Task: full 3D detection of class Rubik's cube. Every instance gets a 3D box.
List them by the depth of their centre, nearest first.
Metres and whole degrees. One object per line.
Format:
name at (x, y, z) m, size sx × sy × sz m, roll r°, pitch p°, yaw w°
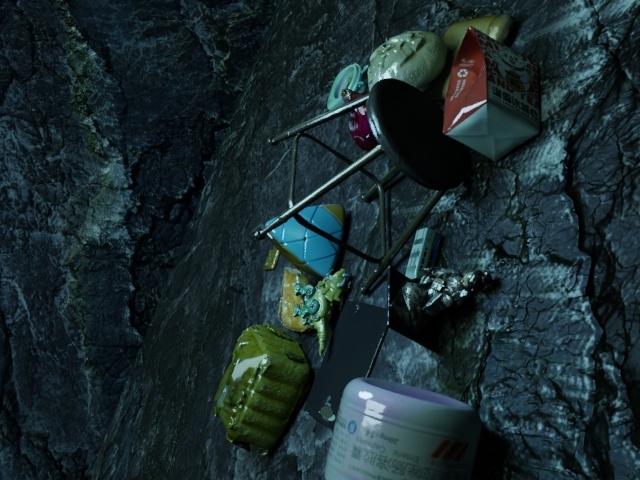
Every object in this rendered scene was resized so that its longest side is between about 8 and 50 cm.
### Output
Rubik's cube at (0.000, 0.000, 2.097) m, size 0.254 × 0.254 × 0.254 m, roll -46°, pitch 30°, yaw 36°

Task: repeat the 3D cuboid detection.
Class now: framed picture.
framed picture at (0.065, 0.312, 1.805) m, size 0.244 × 0.013 × 0.324 m, roll 6°, pitch 73°, yaw 66°

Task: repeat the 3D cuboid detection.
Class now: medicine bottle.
medicine bottle at (0.131, 0.426, 1.254) m, size 0.256 × 0.256 × 0.325 m, roll 4°, pitch 78°, yaw 65°

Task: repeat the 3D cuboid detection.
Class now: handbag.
handbag at (0.385, -0.350, 1.591) m, size 0.151 × 0.171 × 0.298 m, roll -35°, pitch 39°, yaw 51°

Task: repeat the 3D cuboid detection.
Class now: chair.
chair at (0.114, -0.165, 1.762) m, size 0.410 × 0.364 × 0.362 m, roll -38°, pitch 35°, yaw 39°

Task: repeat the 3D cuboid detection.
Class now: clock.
clock at (0.108, -0.537, 2.478) m, size 0.211 × 0.066 × 0.159 m, roll -16°, pitch 53°, yaw 59°

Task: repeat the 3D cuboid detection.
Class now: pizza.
pizza at (-0.049, 0.185, 2.099) m, size 0.204 × 0.080 × 0.188 m, roll 22°, pitch 110°, yaw 61°

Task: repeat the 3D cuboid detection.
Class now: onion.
onion at (0.148, -0.362, 2.028) m, size 0.195 × 0.218 × 0.140 m, roll -46°, pitch 27°, yaw 16°

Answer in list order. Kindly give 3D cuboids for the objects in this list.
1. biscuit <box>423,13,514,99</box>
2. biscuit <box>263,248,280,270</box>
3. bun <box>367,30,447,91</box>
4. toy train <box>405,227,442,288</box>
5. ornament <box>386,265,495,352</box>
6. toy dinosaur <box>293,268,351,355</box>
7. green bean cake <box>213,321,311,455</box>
biscuit at (0.377, -0.480, 1.869) m, size 0.237 × 0.062 × 0.290 m, roll -64°, pitch 22°, yaw 4°
biscuit at (-0.173, 0.067, 2.531) m, size 0.083 × 0.018 × 0.081 m, roll -7°, pitch 60°, yaw 62°
bun at (0.221, -0.477, 1.900) m, size 0.239 × 0.141 × 0.239 m, roll -29°, pitch 31°, yaw 19°
toy train at (0.226, 0.088, 1.640) m, size 0.052 × 0.051 × 0.234 m, roll -20°, pitch 49°, yaw 63°
ornament at (0.258, 0.103, 1.468) m, size 0.196 × 0.153 × 0.166 m, roll -32°, pitch 39°, yaw 36°
toy dinosaur at (-0.004, 0.196, 1.948) m, size 0.153 × 0.094 × 0.259 m, roll -8°, pitch 56°, yaw 34°
green bean cake at (-0.190, 0.404, 2.014) m, size 0.310 × 0.202 × 0.285 m, roll -62°, pitch 22°, yaw 5°
